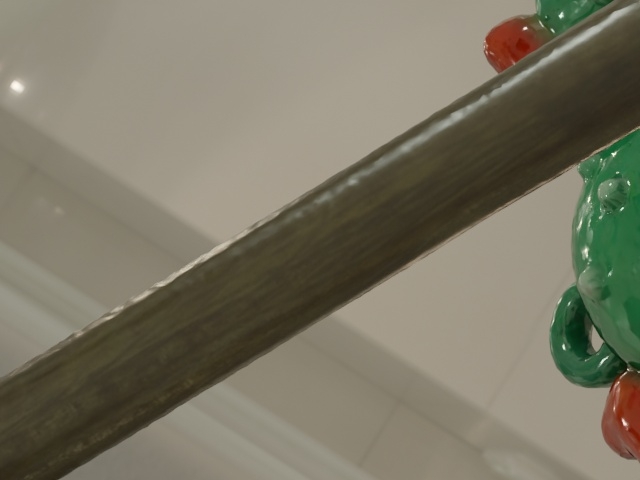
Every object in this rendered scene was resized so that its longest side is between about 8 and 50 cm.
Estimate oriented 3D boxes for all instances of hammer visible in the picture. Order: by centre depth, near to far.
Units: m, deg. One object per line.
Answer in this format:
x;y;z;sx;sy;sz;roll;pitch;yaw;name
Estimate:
0.000;0.000;0.413;0.365;0.111;0.043;-32;11;8;hammer

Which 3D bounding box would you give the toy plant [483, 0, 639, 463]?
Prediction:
0.212;-0.072;0.542;0.185;0.279;0.400;-19;-30;-48;toy plant
